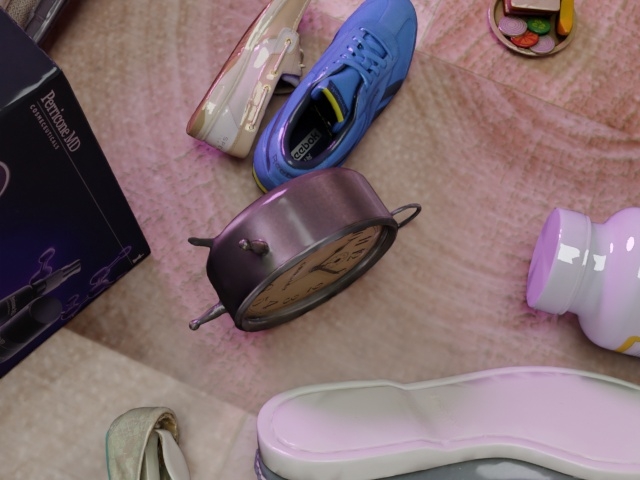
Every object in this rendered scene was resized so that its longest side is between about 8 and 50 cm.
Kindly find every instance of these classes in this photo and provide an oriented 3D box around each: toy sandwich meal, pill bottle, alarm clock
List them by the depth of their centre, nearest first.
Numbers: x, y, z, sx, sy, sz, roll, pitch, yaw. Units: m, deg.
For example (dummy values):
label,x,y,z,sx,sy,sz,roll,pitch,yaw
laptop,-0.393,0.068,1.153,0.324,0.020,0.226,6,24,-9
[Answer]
label,x,y,z,sx,sy,sz,roll,pitch,yaw
pill bottle,0.246,0.035,0.566,0.184,0.103,0.103,15,70,3
alarm clock,0.000,0.000,0.566,0.192,0.129,0.064,-15,65,-37
toy sandwich meal,0.184,-0.198,0.688,0.085,0.029,0.086,1,70,-2

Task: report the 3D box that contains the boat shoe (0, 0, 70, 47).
label,x,y,z,sx,sy,sz,roll,pitch,yaw
boat shoe,-0.224,-0.261,0.667,0.102,0.092,0.285,15,71,24

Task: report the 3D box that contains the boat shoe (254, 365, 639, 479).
label,x,y,z,sx,sy,sz,roll,pitch,yaw
boat shoe,0.115,0.155,0.540,0.319,0.116,0.099,1,113,-9

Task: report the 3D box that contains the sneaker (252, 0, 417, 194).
label,x,y,z,sx,sy,sz,roll,pitch,yaw
sneaker,0.024,-0.119,0.620,0.069,0.082,0.209,36,72,-6

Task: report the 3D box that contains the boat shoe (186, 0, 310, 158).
label,x,y,z,sx,sy,sz,roll,pitch,yaw
boat shoe,-0.044,-0.138,0.649,0.059,0.063,0.170,34,70,-14

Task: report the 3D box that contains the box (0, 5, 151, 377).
label,x,y,z,sx,sy,sz,roll,pitch,yaw
box,-0.220,-0.010,0.483,0.103,0.261,0.184,42,74,13

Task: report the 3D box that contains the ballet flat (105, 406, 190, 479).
label,x,y,z,sx,sy,sz,roll,pitch,yaw
ballet flat,-0.106,0.189,0.518,0.052,0.057,0.168,-21,70,21
